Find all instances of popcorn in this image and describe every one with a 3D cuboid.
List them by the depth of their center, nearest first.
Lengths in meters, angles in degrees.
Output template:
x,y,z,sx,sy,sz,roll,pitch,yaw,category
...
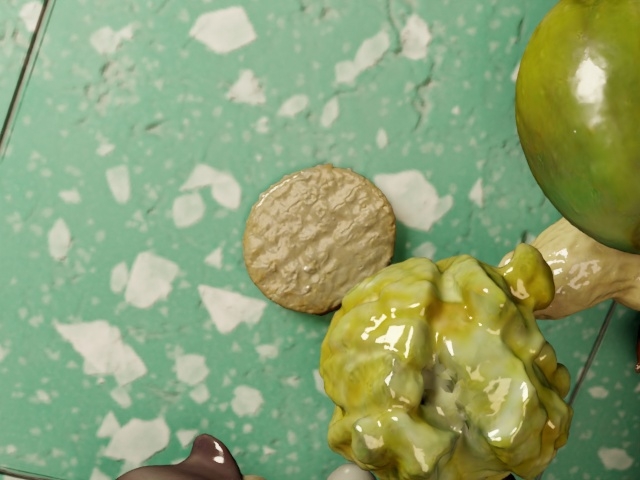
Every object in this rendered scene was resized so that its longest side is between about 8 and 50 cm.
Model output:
x,y,z,sx,sy,sz,roll,pitch,yaw,category
0.093,0.095,1.262,0.187,0.167,0.185,0,86,-5,popcorn

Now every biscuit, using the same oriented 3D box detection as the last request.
x,y,z,sx,sy,sz,roll,pitch,yaw,category
0.000,0.000,1.293,0.120,0.015,0.120,-5,112,-13,biscuit

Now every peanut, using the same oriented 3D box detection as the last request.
x,y,z,sx,sy,sz,roll,pitch,yaw,category
0.223,0.017,1.330,0.187,0.082,0.082,-6,112,-14,peanut

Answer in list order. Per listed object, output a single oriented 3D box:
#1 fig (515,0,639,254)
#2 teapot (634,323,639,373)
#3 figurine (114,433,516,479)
x,y,z,sx,sy,sz,roll,pitch,yaw,category
0.226,-0.082,1.243,0.181,0.191,0.181,-6,147,-4,fig
0.314,0.089,1.367,0.173,0.116,0.116,1,110,-17,teapot
-0.028,0.249,1.316,0.365,0.206,0.218,-14,114,-34,figurine
